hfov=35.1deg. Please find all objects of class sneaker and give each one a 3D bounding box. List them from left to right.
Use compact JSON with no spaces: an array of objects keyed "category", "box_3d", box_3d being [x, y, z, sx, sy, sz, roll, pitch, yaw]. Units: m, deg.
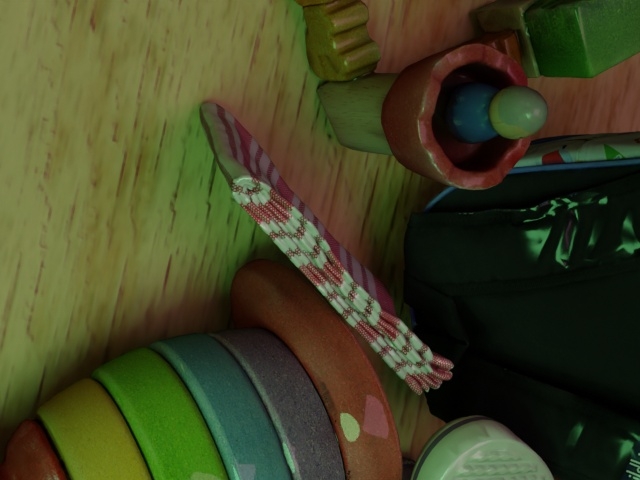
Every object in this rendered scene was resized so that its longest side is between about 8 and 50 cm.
[{"category":"sneaker","box_3d":[0.075,0.187,0.684,0.102,0.161,0.282,-27,134,-16]}]

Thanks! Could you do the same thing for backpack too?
[{"category":"backpack","box_3d":[0.197,0.038,0.690,0.213,0.263,0.276,-27,116,-64]}]

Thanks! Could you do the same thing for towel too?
[{"category":"towel","box_3d":[0.000,0.000,0.630,0.029,0.144,0.197,-40,118,4]}]

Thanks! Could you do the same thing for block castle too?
[{"category":"block castle","box_3d":[0.184,-0.254,0.659,0.453,0.213,0.303,-28,111,-24]}]

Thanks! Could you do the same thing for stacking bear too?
[{"category":"stacking bear","box_3d":[-0.114,0.144,0.575,0.289,0.164,0.175,-20,107,-25]}]
